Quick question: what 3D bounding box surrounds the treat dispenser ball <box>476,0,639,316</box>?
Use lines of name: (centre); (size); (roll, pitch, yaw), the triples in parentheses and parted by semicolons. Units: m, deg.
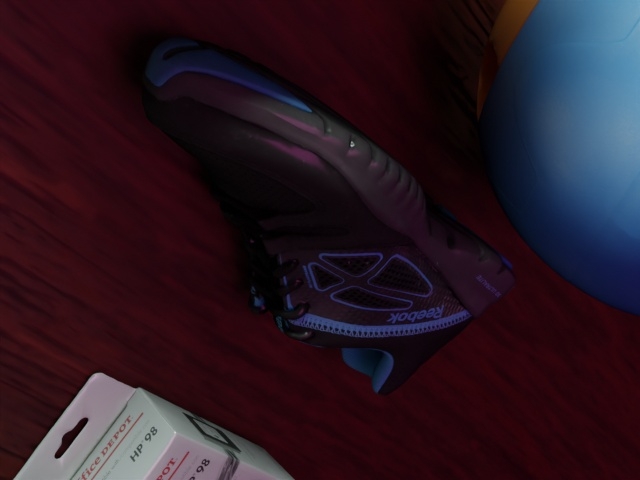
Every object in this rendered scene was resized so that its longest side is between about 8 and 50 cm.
treat dispenser ball: (0.248, -0.089, 0.764); (0.288, 0.288, 0.288); (-19, 126, -29)

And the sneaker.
sneaker: (0.000, 0.000, 0.736); (0.139, 0.125, 0.341); (-50, 133, 4)

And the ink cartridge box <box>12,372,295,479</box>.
ink cartridge box: (-0.109, 0.173, 0.797); (0.104, 0.060, 0.180); (-53, 135, 1)
